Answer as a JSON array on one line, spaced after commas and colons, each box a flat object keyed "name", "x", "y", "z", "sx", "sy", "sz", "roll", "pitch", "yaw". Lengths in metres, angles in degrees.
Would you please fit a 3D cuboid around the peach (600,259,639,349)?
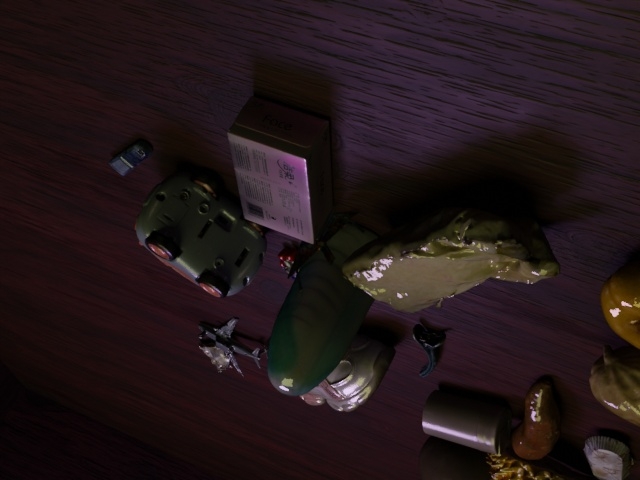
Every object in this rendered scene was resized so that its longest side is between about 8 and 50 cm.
[{"name": "peach", "x": 0.508, "y": 0.098, "z": 1.181, "sx": 0.179, "sy": 0.103, "sz": 0.179, "roll": 18, "pitch": 148, "yaw": 12}]

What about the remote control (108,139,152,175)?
[{"name": "remote control", "x": -0.385, "y": -0.168, "z": 1.596, "sx": 0.043, "sy": 0.027, "sz": 0.152, "roll": 37, "pitch": 152, "yaw": -22}]

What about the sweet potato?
[{"name": "sweet potato", "x": 0.470, "y": 0.393, "z": 1.683, "sx": 0.097, "sy": 0.097, "sz": 0.292, "roll": 19, "pitch": 145, "yaw": 16}]

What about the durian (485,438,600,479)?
[{"name": "durian", "x": 0.517, "y": 0.603, "z": 1.814, "sx": 0.305, "sy": 0.195, "sz": 0.185, "roll": 24, "pitch": 177, "yaw": -7}]

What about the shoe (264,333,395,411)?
[{"name": "shoe", "x": 0.005, "y": 0.277, "z": 1.810, "sx": 0.198, "sy": 0.172, "sz": 0.351, "roll": 43, "pitch": 146, "yaw": -18}]

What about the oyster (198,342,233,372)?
[{"name": "oyster", "x": -0.289, "y": 0.331, "z": 2.260, "sx": 0.166, "sy": 0.053, "sz": 0.108, "roll": -10, "pitch": 107, "yaw": 58}]

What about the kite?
[{"name": "kite", "x": 0.000, "y": 0.000, "z": 1.437, "sx": 0.010, "sy": 0.183, "sz": 0.160, "roll": 40, "pitch": -167, "yaw": -32}]

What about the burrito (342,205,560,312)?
[{"name": "burrito", "x": 0.210, "y": 0.015, "z": 1.269, "sx": 0.190, "sy": 0.135, "sz": 0.332, "roll": 33, "pitch": 148, "yaw": -26}]

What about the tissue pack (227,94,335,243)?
[{"name": "tissue pack", "x": -0.060, "y": -0.113, "z": 1.338, "sx": 0.148, "sy": 0.092, "sz": 0.246, "roll": 21, "pitch": 150, "yaw": 15}]

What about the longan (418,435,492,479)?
[{"name": "longan", "x": 0.353, "y": 0.570, "z": 1.955, "sx": 0.220, "sy": 0.196, "sz": 0.196, "roll": 5, "pitch": 145, "yaw": 15}]

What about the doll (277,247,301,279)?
[{"name": "doll", "x": -0.022, "y": 0.094, "z": 1.665, "sx": 0.104, "sy": 0.062, "sz": 0.194, "roll": -15, "pitch": 122, "yaw": 36}]

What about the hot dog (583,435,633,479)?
[{"name": "hot dog", "x": 0.627, "y": 0.475, "z": 1.713, "sx": 0.099, "sy": 0.053, "sz": 0.192, "roll": 10, "pitch": 148, "yaw": 31}]

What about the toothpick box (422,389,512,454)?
[{"name": "toothpick box", "x": 0.337, "y": 0.415, "z": 1.804, "sx": 0.181, "sy": 0.111, "sz": 0.111, "roll": 9, "pitch": 145, "yaw": 32}]

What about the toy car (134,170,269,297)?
[{"name": "toy car", "x": -0.252, "y": -0.006, "z": 1.597, "sx": 0.270, "sy": 0.180, "sz": 0.212, "roll": 39, "pitch": 158, "yaw": -20}]

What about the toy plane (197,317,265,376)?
[{"name": "toy plane", "x": -0.247, "y": 0.276, "z": 2.135, "sx": 0.226, "sy": 0.058, "sz": 0.226, "roll": 17, "pitch": 133, "yaw": 19}]

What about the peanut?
[{"name": "peanut", "x": 0.604, "y": 0.267, "z": 1.318, "sx": 0.291, "sy": 0.143, "sz": 0.159, "roll": 27, "pitch": 161, "yaw": -1}]

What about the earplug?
[{"name": "earplug", "x": 0.002, "y": 0.142, "z": 1.448, "sx": 0.185, "sy": 0.324, "sz": 0.185, "roll": 20, "pitch": 149, "yaw": 13}]

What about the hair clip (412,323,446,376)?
[{"name": "hair clip", "x": 0.236, "y": 0.254, "z": 1.714, "sx": 0.070, "sy": 0.039, "sz": 0.229, "roll": 17, "pitch": 149, "yaw": 17}]
